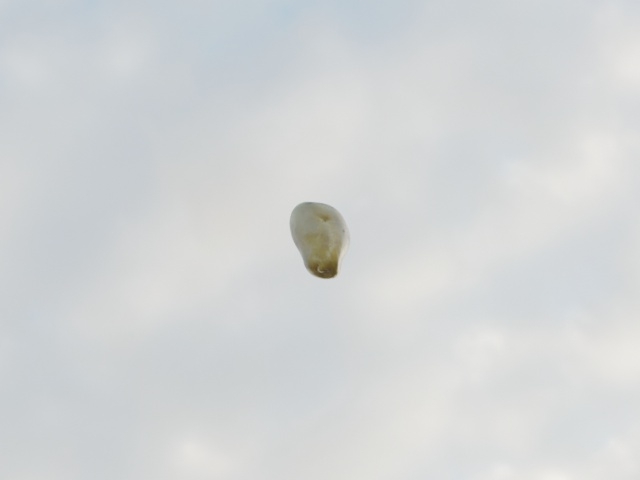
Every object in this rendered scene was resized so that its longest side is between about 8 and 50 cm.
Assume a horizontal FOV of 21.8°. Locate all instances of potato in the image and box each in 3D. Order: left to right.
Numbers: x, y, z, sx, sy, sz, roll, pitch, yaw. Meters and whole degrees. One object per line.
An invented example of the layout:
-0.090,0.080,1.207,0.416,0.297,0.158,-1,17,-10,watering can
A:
0.000,0.000,1.624,0.062,0.083,0.068,-23,-43,33,potato
